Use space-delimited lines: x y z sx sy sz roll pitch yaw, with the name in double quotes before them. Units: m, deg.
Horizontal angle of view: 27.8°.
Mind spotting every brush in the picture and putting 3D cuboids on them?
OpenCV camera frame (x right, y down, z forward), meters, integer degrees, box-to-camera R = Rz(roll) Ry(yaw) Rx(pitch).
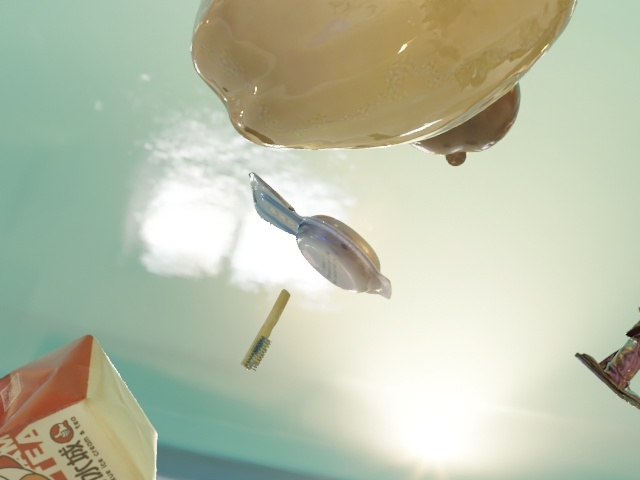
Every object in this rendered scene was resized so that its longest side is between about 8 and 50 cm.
"brush" -0.049 0.085 1.220 0.013 0.083 0.016 21 168 37

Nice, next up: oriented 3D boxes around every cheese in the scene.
"cheese" 0.000 0.000 1.745 0.245 0.052 0.135 36 157 19

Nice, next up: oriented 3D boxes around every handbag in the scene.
"handbag" -0.336 0.246 1.391 0.298 0.151 0.171 -25 115 7

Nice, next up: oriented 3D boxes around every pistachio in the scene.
"pistachio" 0.057 -0.182 1.026 0.332 0.207 0.226 -14 145 -14

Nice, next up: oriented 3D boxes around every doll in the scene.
"doll" 0.146 -0.172 1.353 0.145 0.188 0.096 14 -165 -18

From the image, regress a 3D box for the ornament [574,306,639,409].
"ornament" 0.388 0.089 1.496 0.081 0.203 0.088 37 -172 39
